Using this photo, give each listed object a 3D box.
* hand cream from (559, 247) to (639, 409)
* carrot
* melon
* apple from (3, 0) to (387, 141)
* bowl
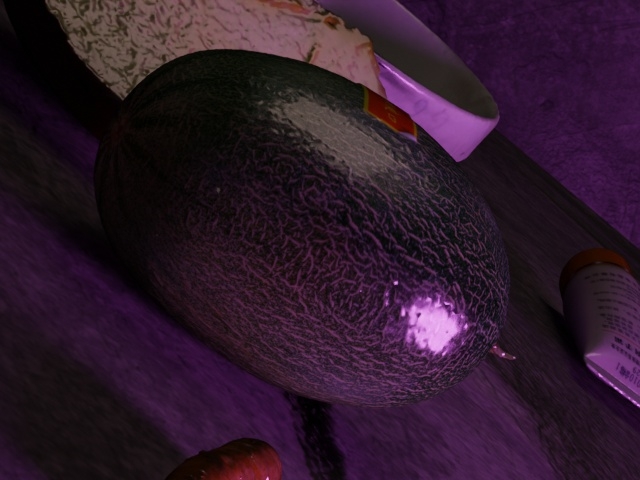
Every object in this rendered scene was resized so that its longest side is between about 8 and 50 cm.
[{"bbox_3d":[0.322,0.107,2.127,0.140,0.089,0.314,37,15,-12],"label":"hand cream"},{"bbox_3d":[-0.054,0.117,0.936,0.035,0.035,0.165,43,13,13],"label":"carrot"},{"bbox_3d":[0.000,0.000,1.190,0.288,0.182,0.182,35,12,-17],"label":"melon"},{"bbox_3d":[-0.109,-0.146,1.428,0.346,0.179,0.254,38,-1,-11],"label":"apple"},{"bbox_3d":[0.001,-0.154,1.815,0.307,0.163,0.307,35,19,-14],"label":"bowl"}]
